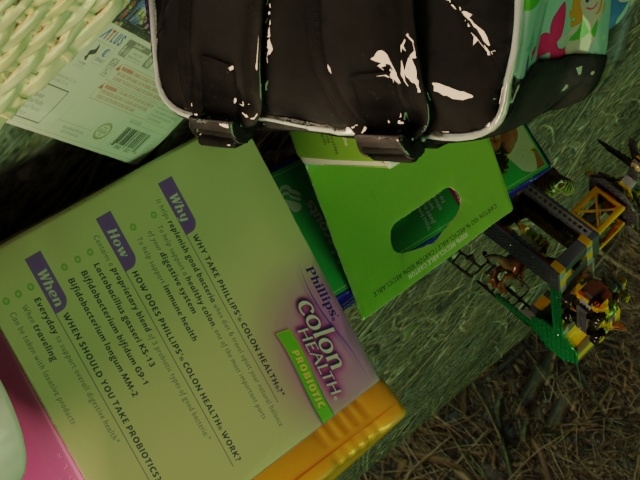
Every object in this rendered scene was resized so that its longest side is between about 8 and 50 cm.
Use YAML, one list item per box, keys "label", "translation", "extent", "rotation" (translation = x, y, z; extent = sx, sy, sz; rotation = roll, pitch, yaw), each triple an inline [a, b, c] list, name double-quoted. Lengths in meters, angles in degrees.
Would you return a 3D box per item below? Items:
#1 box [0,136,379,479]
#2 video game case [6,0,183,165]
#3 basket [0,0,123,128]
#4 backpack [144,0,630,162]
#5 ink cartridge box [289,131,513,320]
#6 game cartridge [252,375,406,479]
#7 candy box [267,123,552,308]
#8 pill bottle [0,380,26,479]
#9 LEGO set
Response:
- label: "box"
  translation: [-0.117, 0.069, 1.055]
  extent: [0.243, 0.214, 0.117]
  rotation: [-34, -172, -38]
- label: "video game case"
  translation: [-0.093, -0.143, 0.917]
  extent: [0.210, 0.042, 0.232]
  rotation: [-47, 166, 8]
- label: "basket"
  translation: [-0.181, -0.096, 0.676]
  extent: [0.167, 0.103, 0.113]
  rotation: [-44, 165, -1]
- label: "backpack"
  translation: [0.030, -0.183, 0.715]
  extent: [0.191, 0.225, 0.254]
  rotation: [-29, 120, -49]
- label: "ink cartridge box"
  translation: [0.079, -0.094, 1.123]
  extent: [0.189, 0.255, 0.097]
  rotation: [-35, -155, -34]
- label: "game cartridge"
  translation: [-0.102, 0.243, 1.188]
  extent: [0.323, 0.053, 0.285]
  rotation: [-32, 169, -26]
- label: "candy box"
  translation: [0.000, 0.000, 1.325]
  extent: [0.317, 0.122, 0.268]
  rotation: [-32, 177, -44]
- label: "pill bottle"
  translation: [-0.299, 0.141, 0.787]
  extent: [0.283, 0.161, 0.161]
  rotation: [-33, 162, -33]
- label: "LEGO set"
  translation: [0.209, -0.061, 1.527]
  extent: [0.192, 0.331, 0.255]
  rotation: [-43, 146, -13]
